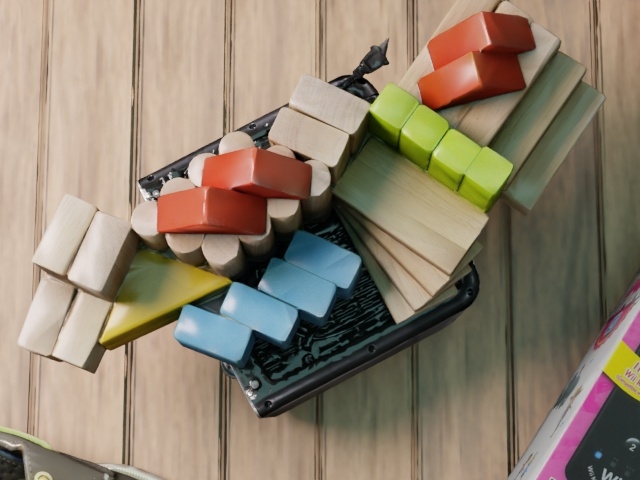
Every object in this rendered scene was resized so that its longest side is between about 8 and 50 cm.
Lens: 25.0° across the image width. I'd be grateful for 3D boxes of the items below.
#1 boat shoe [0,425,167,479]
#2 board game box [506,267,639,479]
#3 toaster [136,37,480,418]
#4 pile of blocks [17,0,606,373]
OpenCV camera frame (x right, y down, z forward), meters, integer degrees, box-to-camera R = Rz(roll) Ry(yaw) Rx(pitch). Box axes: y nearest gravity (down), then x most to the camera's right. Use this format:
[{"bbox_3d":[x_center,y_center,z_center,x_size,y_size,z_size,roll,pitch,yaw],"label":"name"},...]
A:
[{"bbox_3d":[-0.191,0.172,0.884,0.305,0.091,0.109,18,81,4],"label":"boat shoe"},{"bbox_3d":[0.265,0.117,0.865,0.224,0.097,0.303,33,71,6],"label":"board game box"},{"bbox_3d":[0.000,0.000,0.904,0.185,0.110,0.168,-28,81,-4],"label":"toaster"},{"bbox_3d":[-0.001,-0.017,0.794,0.362,0.112,0.149,-30,80,-4],"label":"pile of blocks"}]
